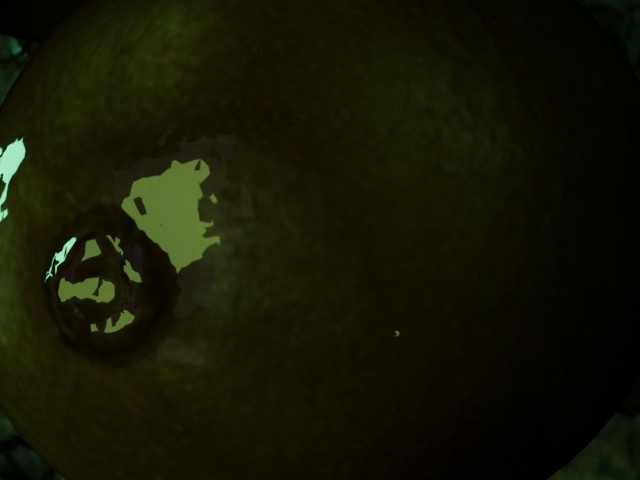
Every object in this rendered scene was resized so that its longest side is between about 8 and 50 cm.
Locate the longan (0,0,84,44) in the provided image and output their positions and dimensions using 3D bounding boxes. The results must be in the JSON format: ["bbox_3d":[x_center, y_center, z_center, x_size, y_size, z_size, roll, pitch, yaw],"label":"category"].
[{"bbox_3d":[-0.161,-0.183,0.673,0.300,0.243,0.300,7,126,9],"label":"longan"}]

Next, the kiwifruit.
[{"bbox_3d":[0.000,0.000,0.572,0.196,0.234,0.196,6,101,33],"label":"kiwifruit"}]
